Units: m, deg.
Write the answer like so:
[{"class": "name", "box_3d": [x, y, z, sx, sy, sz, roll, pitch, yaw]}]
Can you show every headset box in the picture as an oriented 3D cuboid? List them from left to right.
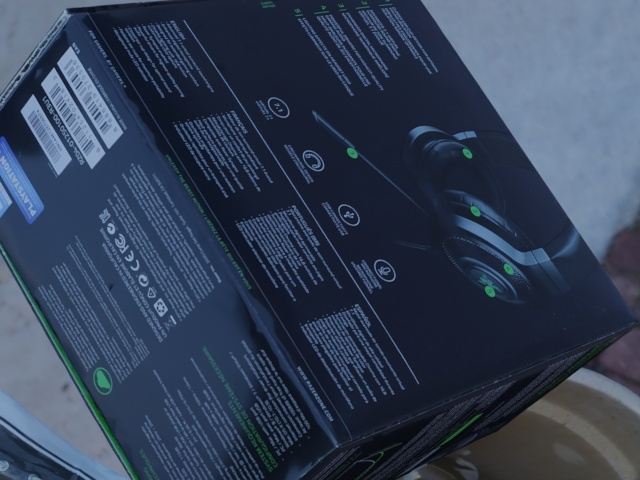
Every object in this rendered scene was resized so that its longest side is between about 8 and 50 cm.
[{"class": "headset box", "box_3d": [0.000, 0.000, 0.895, 0.131, 0.283, 0.246, -44, 72, 38]}]

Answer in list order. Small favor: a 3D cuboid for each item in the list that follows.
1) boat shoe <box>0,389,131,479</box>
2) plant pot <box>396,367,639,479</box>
[{"class": "boat shoe", "box_3d": [-0.192, 0.194, 1.241, 0.070, 0.219, 0.078, -54, -2, -40]}, {"class": "plant pot", "box_3d": [0.095, 0.265, 1.288, 0.334, 0.333, 0.305, -60, 11, -16]}]
